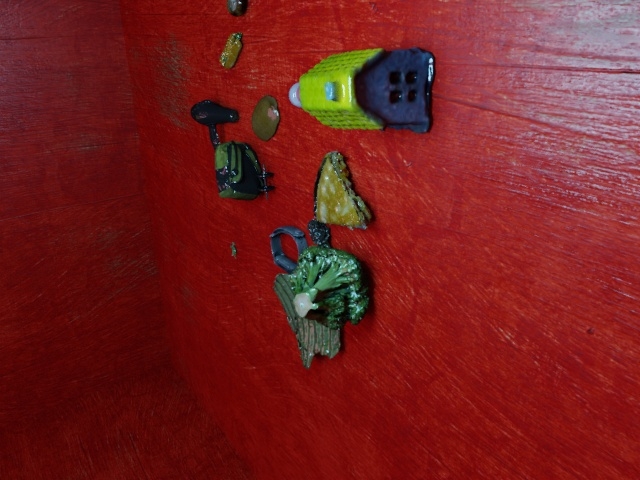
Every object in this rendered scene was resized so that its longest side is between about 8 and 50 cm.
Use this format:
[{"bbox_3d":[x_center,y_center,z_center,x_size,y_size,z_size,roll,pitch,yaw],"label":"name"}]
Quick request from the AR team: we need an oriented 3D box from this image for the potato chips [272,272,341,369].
[{"bbox_3d":[-0.071,0.307,2.059,0.373,0.097,0.389,-42,70,54],"label":"potato chips"}]

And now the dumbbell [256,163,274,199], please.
[{"bbox_3d":[-0.221,-0.237,2.071,0.069,0.069,0.147,21,121,52],"label":"dumbbell"}]

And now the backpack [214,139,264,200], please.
[{"bbox_3d":[-0.339,-0.290,2.111,0.140,0.207,0.253,-17,80,36],"label":"backpack"}]

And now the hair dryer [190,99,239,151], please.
[{"bbox_3d":[-0.452,-0.460,2.338,0.304,0.120,0.359,18,130,37],"label":"hair dryer"}]

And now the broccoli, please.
[{"bbox_3d":[0.023,0.159,1.708,0.308,0.275,0.307,7,103,29],"label":"broccoli"}]

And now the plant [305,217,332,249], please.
[{"bbox_3d":[0.000,0.000,1.840,0.085,0.087,0.174,105,152,-85],"label":"plant"}]

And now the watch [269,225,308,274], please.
[{"bbox_3d":[-0.127,0.030,2.053,0.206,0.068,0.192,33,127,42],"label":"watch"}]

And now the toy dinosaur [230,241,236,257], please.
[{"bbox_3d":[-0.428,0.046,2.558,0.083,0.021,0.062,39,121,44],"label":"toy dinosaur"}]

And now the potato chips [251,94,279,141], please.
[{"bbox_3d":[-0.220,-0.472,1.989,0.202,0.049,0.150,-28,85,51],"label":"potato chips"}]

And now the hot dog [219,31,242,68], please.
[{"bbox_3d":[-0.362,-0.762,2.068,0.188,0.055,0.072,-44,65,55],"label":"hot dog"}]

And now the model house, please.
[{"bbox_3d":[0.108,-0.384,1.310,0.237,0.303,0.215,19,112,53],"label":"model house"}]

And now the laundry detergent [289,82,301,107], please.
[{"bbox_3d":[0.015,-0.469,1.593,0.335,0.088,0.159,13,110,55],"label":"laundry detergent"}]

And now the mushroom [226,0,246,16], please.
[{"bbox_3d":[-0.312,-0.907,1.932,0.123,0.052,0.123,14,108,52],"label":"mushroom"}]

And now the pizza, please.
[{"bbox_3d":[0.068,-0.161,1.662,0.288,0.074,0.251,17,118,52],"label":"pizza"}]
